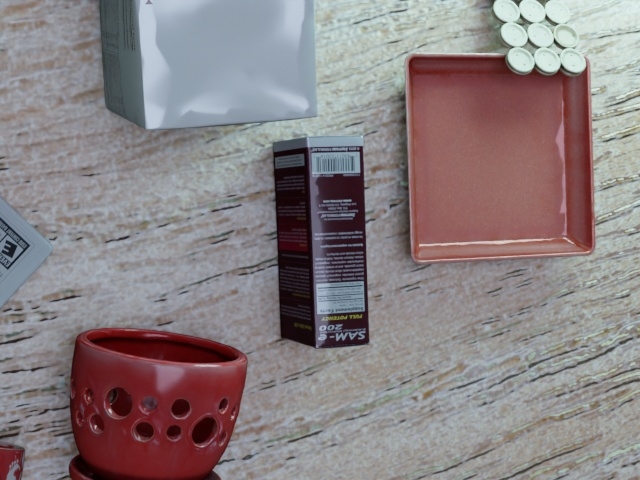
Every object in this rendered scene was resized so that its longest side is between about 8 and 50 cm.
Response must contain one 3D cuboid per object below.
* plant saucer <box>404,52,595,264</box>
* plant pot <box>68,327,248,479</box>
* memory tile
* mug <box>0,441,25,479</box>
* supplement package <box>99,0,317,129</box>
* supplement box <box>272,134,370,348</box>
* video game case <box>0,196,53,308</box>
[{"bbox_3d":[0.220,-0.104,1.615,0.259,0.048,0.258,-3,92,-20],"label":"plant saucer"},{"bbox_3d":[-0.186,0.196,1.408,0.191,0.191,0.174,9,96,-19],"label":"plant pot"},{"bbox_3d":[0.270,-0.271,1.618,0.113,0.012,0.148,-3,66,-20],"label":"memory tile"},{"bbox_3d":[-0.365,0.302,1.372,0.113,0.150,0.169,19,78,-53],"label":"mug"},{"bbox_3d":[-0.126,-0.209,1.398,0.194,0.203,0.149,-6,103,-19],"label":"supplement package"},{"bbox_3d":[0.000,0.000,1.496,0.073,0.130,0.239,-2,93,-20],"label":"supplement box"},{"bbox_3d":[-0.498,0.004,1.342,0.329,0.036,0.300,46,65,-15],"label":"video game case"}]
